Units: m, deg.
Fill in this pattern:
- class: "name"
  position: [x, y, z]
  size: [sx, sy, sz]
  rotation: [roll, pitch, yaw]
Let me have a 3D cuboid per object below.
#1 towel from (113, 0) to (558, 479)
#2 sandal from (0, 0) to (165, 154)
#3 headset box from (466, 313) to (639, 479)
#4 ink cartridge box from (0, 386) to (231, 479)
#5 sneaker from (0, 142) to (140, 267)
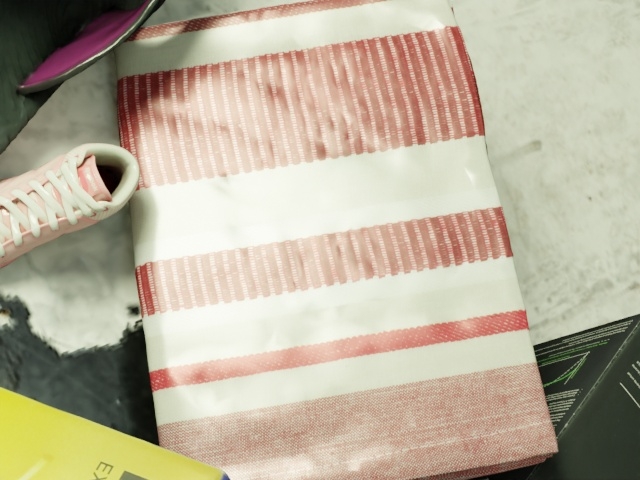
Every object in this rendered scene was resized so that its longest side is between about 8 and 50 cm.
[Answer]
- class: "towel"
  position: [0.000, 0.000, 0.824]
  size: [0.237, 0.037, 0.329]
  rotation: [-9, 72, -3]
- class: "sandal"
  position: [-0.150, -0.169, 0.775]
  size: [0.446, 0.107, 0.167]
  rotation: [-59, 134, -27]
- class: "headset box"
  position: [0.185, 0.236, 0.871]
  size: [0.246, 0.131, 0.283]
  rotation: [50, 54, -9]
- class: "ink cartridge box"
  position: [-0.163, 0.212, 0.554]
  size: [0.307, 0.072, 0.303]
  rotation: [15, 53, 17]
- class: "sneaker"
  position: [-0.166, -0.023, 0.770]
  size: [0.134, 0.070, 0.051]
  rotation: [-25, 90, -36]
